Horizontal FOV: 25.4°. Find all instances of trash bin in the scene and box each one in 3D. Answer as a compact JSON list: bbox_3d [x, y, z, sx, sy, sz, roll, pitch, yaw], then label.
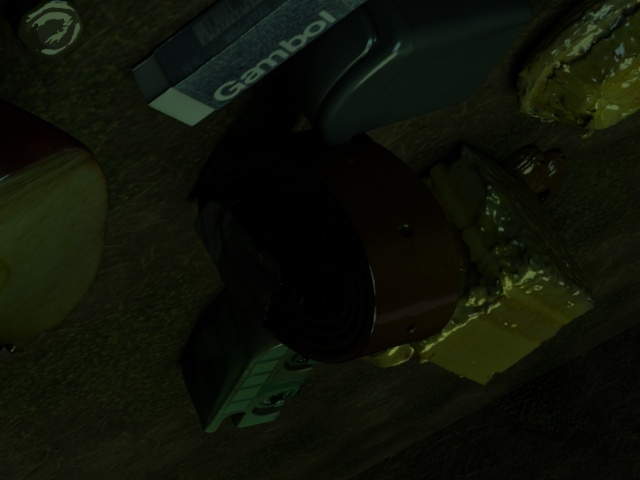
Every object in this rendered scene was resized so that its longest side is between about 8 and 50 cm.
[{"bbox_3d":[0.076,-0.187,1.393,0.236,0.101,0.177,-18,156,-35],"label":"trash bin"}]

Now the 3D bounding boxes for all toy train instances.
[{"bbox_3d":[-0.085,0.147,1.950,0.159,0.129,0.326,-12,155,-28],"label":"toy train"}]

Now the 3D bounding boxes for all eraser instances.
[{"bbox_3d":[-0.061,-0.187,1.271,0.212,0.046,0.092,-34,160,14],"label":"eraser"}]

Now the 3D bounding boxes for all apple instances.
[{"bbox_3d":[-0.327,0.037,1.113,0.329,0.295,0.365,-4,165,7],"label":"apple"}]

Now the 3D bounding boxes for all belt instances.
[{"bbox_3d":[0.000,0.000,1.461,0.122,0.338,0.217,-13,115,-32],"label":"belt"}]

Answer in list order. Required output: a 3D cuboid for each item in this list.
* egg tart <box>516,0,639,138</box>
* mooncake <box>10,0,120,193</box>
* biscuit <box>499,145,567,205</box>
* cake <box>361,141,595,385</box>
[{"bbox_3d":[0.361,-0.209,1.722,0.291,0.107,0.291,-25,160,-10],"label":"egg tart"},{"bbox_3d":[-0.218,-0.104,1.242,0.150,0.057,0.347,-5,154,-25],"label":"mooncake"},{"bbox_3d":[0.270,-0.051,2.086,0.208,0.041,0.290,-23,160,-20],"label":"biscuit"},{"bbox_3d":[0.174,0.055,1.897,0.286,0.222,0.227,-38,146,19],"label":"cake"}]
